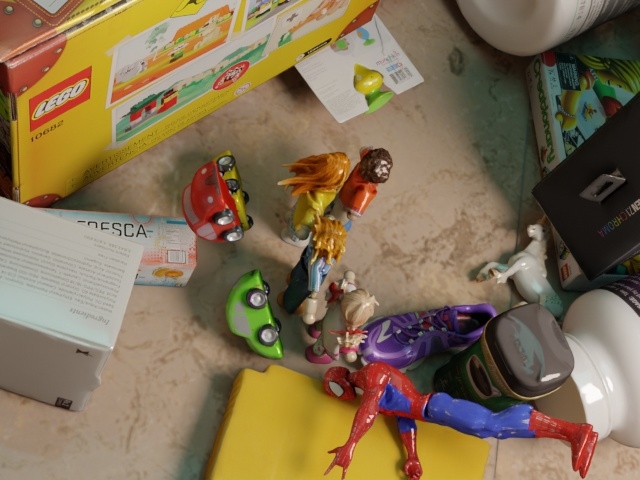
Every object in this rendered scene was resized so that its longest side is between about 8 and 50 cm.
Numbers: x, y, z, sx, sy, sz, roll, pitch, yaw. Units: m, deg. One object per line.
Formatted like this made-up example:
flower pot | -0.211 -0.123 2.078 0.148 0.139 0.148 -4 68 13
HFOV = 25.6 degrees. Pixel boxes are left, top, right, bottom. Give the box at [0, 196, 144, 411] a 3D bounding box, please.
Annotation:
box | -0.283 0.062 1.354 0.182 0.181 0.119 19 60 -10

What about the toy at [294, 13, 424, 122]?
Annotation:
toy | -0.001 -0.245 1.670 0.137 0.056 0.237 -29 74 -30

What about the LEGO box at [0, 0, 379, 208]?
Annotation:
LEGO box | -0.153 -0.273 1.414 0.500 0.372 0.193 -32 78 -21

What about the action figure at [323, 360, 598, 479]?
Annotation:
action figure | 0.119 0.206 1.405 0.280 0.091 0.139 17 78 22

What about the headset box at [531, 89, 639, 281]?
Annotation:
headset box | 0.407 -0.095 1.563 0.283 0.246 0.131 -25 78 -29

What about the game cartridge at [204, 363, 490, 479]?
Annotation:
game cartridge | 0.010 0.307 1.417 0.285 0.052 0.323 21 58 -8

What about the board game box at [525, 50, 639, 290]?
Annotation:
board game box | 0.366 -0.083 1.719 0.193 0.053 0.305 3 65 -19

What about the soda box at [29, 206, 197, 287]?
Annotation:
soda box | -0.224 0.008 1.469 0.183 0.063 0.058 4 63 -17

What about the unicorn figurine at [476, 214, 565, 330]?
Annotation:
unicorn figurine | 0.239 0.043 1.619 0.111 0.060 0.161 -15 84 -34

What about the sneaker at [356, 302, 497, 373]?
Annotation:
sneaker | 0.116 0.096 1.538 0.170 0.071 0.068 -15 71 -24

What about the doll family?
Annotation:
doll family | 0.000 0.000 1.490 0.118 0.163 0.262 14 62 -12

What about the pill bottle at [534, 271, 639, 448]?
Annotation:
pill bottle | 0.395 0.113 1.548 0.323 0.181 0.181 -20 73 -17

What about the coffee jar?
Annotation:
coffee jar | 0.192 0.137 1.477 0.079 0.184 0.096 -17 73 -25

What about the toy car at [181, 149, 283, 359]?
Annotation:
toy car | -0.091 0.023 1.473 0.053 0.239 0.225 -16 97 3

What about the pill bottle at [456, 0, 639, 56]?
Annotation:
pill bottle | 0.351 -0.381 1.766 0.361 0.204 0.204 -27 76 -31
